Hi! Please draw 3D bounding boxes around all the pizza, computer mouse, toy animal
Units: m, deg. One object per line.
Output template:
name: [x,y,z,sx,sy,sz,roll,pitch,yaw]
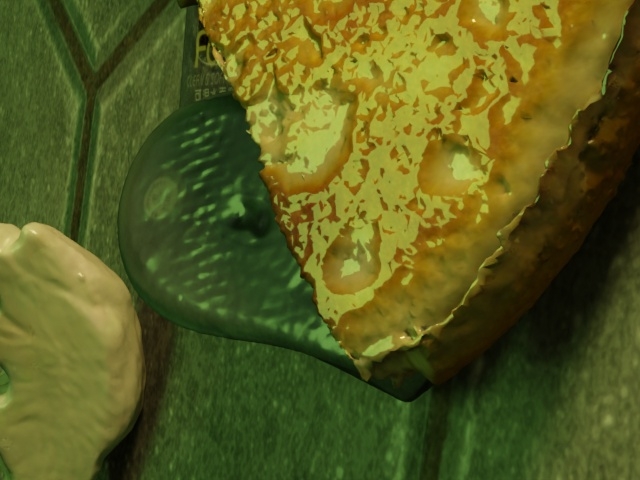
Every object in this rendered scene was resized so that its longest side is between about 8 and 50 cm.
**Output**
pizza: [0.053,-0.161,1.078,0.406,0.130,0.440,34,103,35]
computer mouse: [0.000,0.000,1.217,0.371,0.122,0.188,18,90,44]
toy animal: [-0.279,0.108,1.650,0.266,0.188,0.308,-21,103,24]

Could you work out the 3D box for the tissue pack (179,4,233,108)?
tissue pack: [-0.059,-0.145,1.409,0.173,0.073,0.235,7,92,60]
